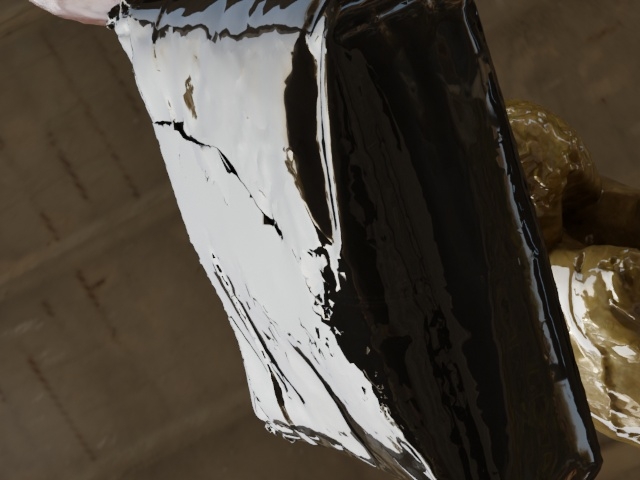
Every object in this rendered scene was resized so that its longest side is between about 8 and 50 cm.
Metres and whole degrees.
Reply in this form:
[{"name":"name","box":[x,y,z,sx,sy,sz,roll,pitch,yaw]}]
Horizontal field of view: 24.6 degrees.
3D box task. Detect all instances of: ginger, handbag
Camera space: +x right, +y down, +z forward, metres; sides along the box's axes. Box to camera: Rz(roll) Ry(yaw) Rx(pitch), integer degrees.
[{"name":"ginger","box":[0.094,0.015,0.858,0.376,0.236,0.166,11,-99,25]},{"name":"handbag","box":[0.000,0.000,0.637,0.080,0.223,0.246,-28,-70,-29]}]

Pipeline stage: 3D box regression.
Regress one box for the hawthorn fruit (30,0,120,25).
[{"name":"hawthorn fruit","box":[-0.139,-0.284,0.984,0.316,0.316,0.315,1,-74,2]}]
